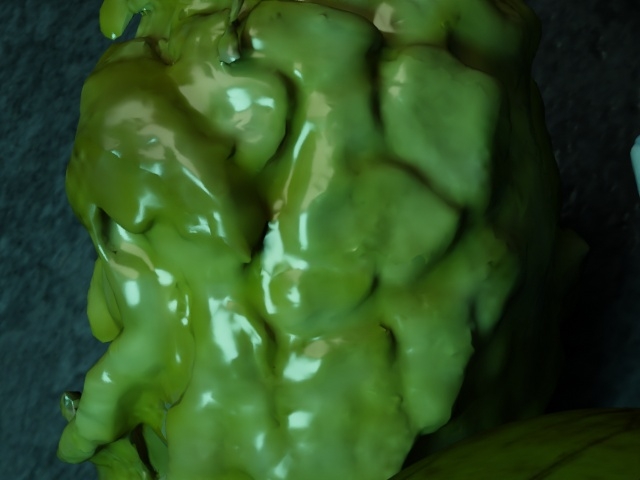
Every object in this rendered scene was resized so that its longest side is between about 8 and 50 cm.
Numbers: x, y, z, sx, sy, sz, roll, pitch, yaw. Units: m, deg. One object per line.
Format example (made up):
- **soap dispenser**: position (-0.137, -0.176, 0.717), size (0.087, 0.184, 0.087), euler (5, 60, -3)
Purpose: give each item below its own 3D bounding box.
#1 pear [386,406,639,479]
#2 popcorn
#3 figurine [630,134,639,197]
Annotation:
- **pear**: position (0.068, 0.181, 0.383), size (0.283, 0.283, 0.283), euler (-21, 48, 26)
- **popcorn**: position (0.000, 0.000, 0.594), size (0.190, 0.250, 0.250), euler (15, 68, 23)
- **figurine**: position (0.195, -0.009, 0.520), size (0.208, 0.128, 0.184), euler (13, 65, 35)
